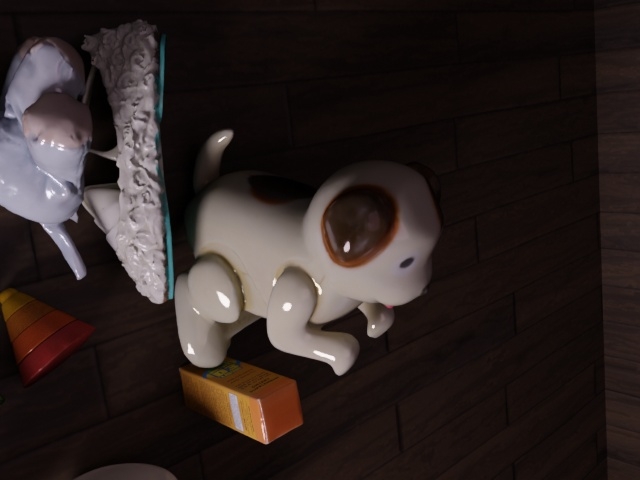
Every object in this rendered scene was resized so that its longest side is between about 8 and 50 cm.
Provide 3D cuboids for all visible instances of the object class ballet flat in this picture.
[{"bbox_3d":[-0.286,-0.112,0.995,0.147,0.147,0.409,-4,94,-42],"label":"ballet flat"}]

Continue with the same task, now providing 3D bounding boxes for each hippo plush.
[{"bbox_3d":[-0.419,-0.122,0.837,0.236,0.234,0.294,-4,140,-25],"label":"hippo plush"}]

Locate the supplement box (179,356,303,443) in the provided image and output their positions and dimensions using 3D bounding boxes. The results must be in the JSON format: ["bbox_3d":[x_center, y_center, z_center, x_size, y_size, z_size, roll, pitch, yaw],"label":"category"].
[{"bbox_3d":[-0.132,0.244,1.080,0.078,0.233,0.080,-21,105,-39],"label":"supplement box"}]

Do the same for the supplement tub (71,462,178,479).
[{"bbox_3d":[-0.288,0.487,0.990,0.191,0.191,0.272,-10,101,-42],"label":"supplement tub"}]

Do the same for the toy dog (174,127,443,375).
[{"bbox_3d":[0.000,0.000,1.043,0.284,0.407,0.396,-12,92,-51],"label":"toy dog"}]

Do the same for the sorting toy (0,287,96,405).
[{"bbox_3d":[-0.475,0.186,0.871,0.365,0.127,0.126,-40,90,-30],"label":"sorting toy"}]
